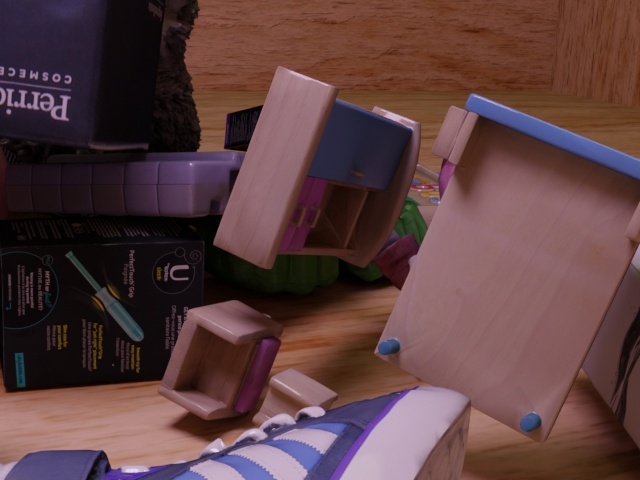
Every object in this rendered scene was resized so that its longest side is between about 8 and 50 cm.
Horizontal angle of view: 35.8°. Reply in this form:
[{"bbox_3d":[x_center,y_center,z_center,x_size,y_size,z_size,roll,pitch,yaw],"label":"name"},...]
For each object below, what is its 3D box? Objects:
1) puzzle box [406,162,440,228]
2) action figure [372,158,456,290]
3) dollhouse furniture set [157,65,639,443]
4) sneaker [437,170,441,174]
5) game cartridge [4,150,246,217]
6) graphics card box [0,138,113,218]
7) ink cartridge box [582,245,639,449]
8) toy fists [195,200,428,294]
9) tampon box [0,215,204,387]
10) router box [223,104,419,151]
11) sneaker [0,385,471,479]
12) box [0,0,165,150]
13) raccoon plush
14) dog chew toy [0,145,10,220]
[{"bbox_3d":[0.066,-0.072,1.487,0.272,0.052,0.409,0,15,-15],"label":"puzzle box"},{"bbox_3d":[0.162,0.019,0.985,0.248,0.275,0.370,5,33,27],"label":"action figure"},{"bbox_3d":[0.095,0.044,0.737,0.303,0.286,0.198,25,9,24],"label":"dollhouse furniture set"},{"bbox_3d":[0.280,-0.100,1.610,0.188,0.067,0.078,3,20,11],"label":"sneaker"},{"bbox_3d":[-0.103,-0.061,0.986,0.230,0.068,0.355,7,8,31],"label":"game cartridge"},{"bbox_3d":[-0.444,-0.129,1.300,0.371,0.094,0.233,18,10,-16],"label":"graphics card box"},{"bbox_3d":[0.304,0.068,0.729,0.197,0.114,0.273,-2,34,-18],"label":"ink cartridge box"},{"bbox_3d":[0.000,0.000,1.113,0.279,0.096,0.142,-6,18,-37],"label":"toy fists"},{"bbox_3d":[-0.187,0.047,0.837,0.161,0.120,0.101,-2,15,-20],"label":"tampon box"},{"bbox_3d":[0.001,-0.117,1.111,0.179,0.046,0.133,5,-3,-32],"label":"router box"},{"bbox_3d":[-0.074,0.136,0.496,0.236,0.130,0.323,14,23,22],"label":"sneaker"},{"bbox_3d":[-0.273,-0.283,0.770,0.294,0.395,0.212,7,6,1],"label":"box"},{"bbox_3d":[-0.173,-0.200,1.156,0.216,0.299,0.446,47,15,22],"label":"raccoon plush"},{"bbox_3d":[-0.448,-0.025,0.927,0.207,0.206,0.332,9,23,21],"label":"dog chew toy"}]
